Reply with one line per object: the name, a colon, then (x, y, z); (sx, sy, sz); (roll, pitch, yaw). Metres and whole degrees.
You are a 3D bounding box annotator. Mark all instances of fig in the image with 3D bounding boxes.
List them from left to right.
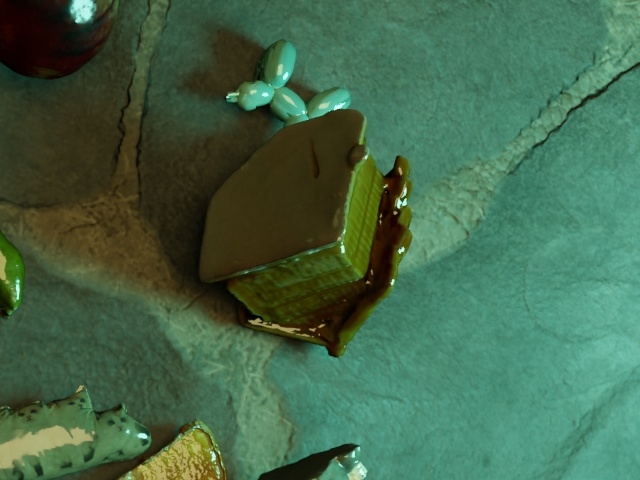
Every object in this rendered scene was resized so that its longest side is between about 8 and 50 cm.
fig: (-0.298, -0.309, 1.657); (0.203, 0.186, 0.249); (30, 61, 6)

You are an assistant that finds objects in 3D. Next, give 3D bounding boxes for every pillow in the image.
pillow: (-0.305, 0.214, 1.612); (0.241, 0.051, 0.093); (-12, 84, -21)

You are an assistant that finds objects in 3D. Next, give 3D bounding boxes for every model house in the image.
model house: (-0.001, -0.001, 1.717); (0.219, 0.229, 0.199); (-6, 57, 21)

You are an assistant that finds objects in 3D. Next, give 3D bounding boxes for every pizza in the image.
pizza: (-0.182, 0.305, 1.652); (0.176, 0.036, 0.185); (-11, 85, -21)

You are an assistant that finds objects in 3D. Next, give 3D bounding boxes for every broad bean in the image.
broad bean: (-0.391, -0.034, 1.633); (0.052, 0.052, 0.256); (-28, 94, 18)

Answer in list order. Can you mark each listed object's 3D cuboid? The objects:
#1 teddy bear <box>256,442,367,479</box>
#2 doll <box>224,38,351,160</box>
teddy bear: (-0.020, 0.361, 1.661); (0.171, 0.144, 0.251); (-7, 99, 11)
doll: (-0.039, -0.141, 1.786); (0.159, 0.059, 0.158); (45, 65, -9)
